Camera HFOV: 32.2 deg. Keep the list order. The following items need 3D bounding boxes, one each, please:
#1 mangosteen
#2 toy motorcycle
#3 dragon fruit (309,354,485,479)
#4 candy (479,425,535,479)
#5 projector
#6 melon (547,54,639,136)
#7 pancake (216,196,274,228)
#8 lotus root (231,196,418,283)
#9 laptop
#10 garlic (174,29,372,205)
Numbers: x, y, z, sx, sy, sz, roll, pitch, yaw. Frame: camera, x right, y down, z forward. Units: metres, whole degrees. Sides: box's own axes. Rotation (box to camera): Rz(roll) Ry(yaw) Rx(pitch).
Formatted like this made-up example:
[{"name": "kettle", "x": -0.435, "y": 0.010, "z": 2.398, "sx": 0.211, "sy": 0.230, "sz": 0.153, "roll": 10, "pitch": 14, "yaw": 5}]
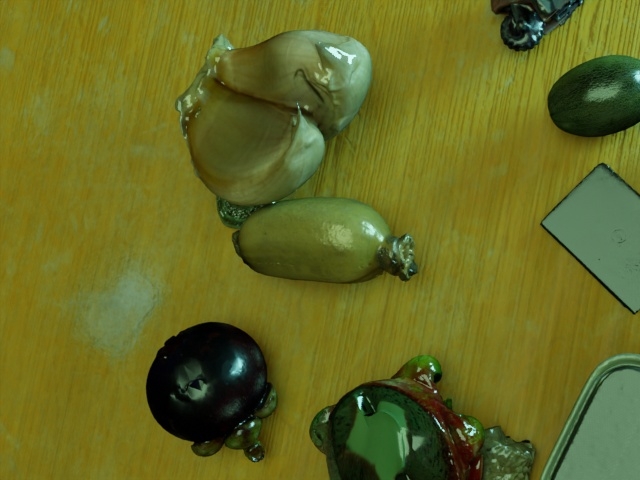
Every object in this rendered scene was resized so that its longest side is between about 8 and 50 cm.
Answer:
[{"name": "mangosteen", "x": -0.156, "y": 0.238, "z": 1.704, "sx": 0.194, "sy": 0.194, "sz": 0.230, "roll": -37, "pitch": 102, "yaw": 9}, {"name": "toy motorcycle", "x": 0.344, "y": -0.385, "z": 1.679, "sx": 0.212, "sy": 0.084, "sz": 0.118, "roll": -40, "pitch": 71, "yaw": 0}, {"name": "dragon fruit", "x": 0.112, "y": 0.311, "z": 1.597, "sx": 0.268, "sy": 0.130, "sz": 0.295, "roll": 3, "pitch": 89, "yaw": 44}, {"name": "candy", "x": 0.258, "y": 0.327, "z": 1.604, "sx": 0.095, "sy": 0.085, "sz": 0.110, "roll": 23, "pitch": 100, "yaw": 28}, {"name": "projector", "x": 0.445, "y": 0.300, "z": 1.455, "sx": 0.248, "sy": 0.249, "sz": 0.248, "roll": 26, "pitch": 90, "yaw": 21}, {"name": "melon", "x": 0.414, "y": -0.210, "z": 1.611, "sx": 0.167, "sy": 0.114, "sz": 0.114, "roll": -13, "pitch": 78, "yaw": 17}, {"name": "pancake", "x": -0.123, "y": -0.064, "z": 1.813, "sx": 0.108, "sy": 0.017, "sz": 0.108, "roll": -4, "pitch": 76, "yaw": 17}, {"name": "lotus root", "x": 0.001, "y": -0.002, "z": 1.695, "sx": 0.303, "sy": 0.146, "sz": 0.131, "roll": 4, "pitch": 89, "yaw": 24}, {"name": "laptop", "x": 0.437, "y": -0.005, "z": 1.628, "sx": 0.135, "sy": 0.016, "sz": 0.197, "roll": -44, "pitch": 73, "yaw": 6}, {"name": "garlic", "x": -0.065, "y": -0.203, "z": 1.693, "sx": 0.313, "sy": 0.249, "sz": 0.286, "roll": 11, "pitch": 45, "yaw": 38}]
